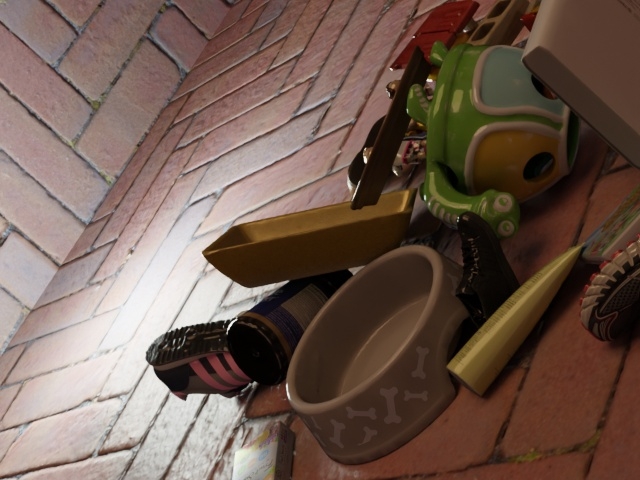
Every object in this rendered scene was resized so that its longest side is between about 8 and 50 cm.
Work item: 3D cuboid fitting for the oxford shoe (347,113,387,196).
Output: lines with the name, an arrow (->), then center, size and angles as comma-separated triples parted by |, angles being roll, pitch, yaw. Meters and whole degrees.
oxford shoe -> 0.114, -0.166, 2.503 | 0.212, 0.076, 0.076 | -49, -12, -23

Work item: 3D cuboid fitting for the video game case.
video game case -> 0.415, -0.052, 1.691 | 0.212, 0.023, 0.193 | -47, -1, 0

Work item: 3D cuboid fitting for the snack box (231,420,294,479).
snack box -> -0.089, 0.350, 2.018 | 0.100, 0.037, 0.141 | -39, 23, 24

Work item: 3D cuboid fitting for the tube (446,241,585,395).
tube -> 0.264, 0.097, 1.758 | 0.240, 0.062, 0.070 | -50, 39, -6

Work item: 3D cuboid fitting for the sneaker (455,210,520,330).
sneaker -> 0.216, 0.049, 1.828 | 0.089, 0.170, 0.051 | -31, 1, -33

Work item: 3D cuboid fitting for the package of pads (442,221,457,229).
package of pads -> 0.226, -0.041, 2.113 | 0.050, 0.032, 0.083 | -47, 21, -7

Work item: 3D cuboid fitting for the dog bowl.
dog bowl -> 0.090, 0.152, 1.939 | 0.349, 0.102, 0.348 | -40, 22, 20

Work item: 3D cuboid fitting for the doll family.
doll family -> 0.165, -0.189, 2.401 | 0.163, 0.118, 0.263 | -8, 46, 33

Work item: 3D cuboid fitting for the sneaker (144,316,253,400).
sneaker -> -0.136, 0.208, 2.283 | 0.319, 0.131, 0.112 | -6, 39, 27

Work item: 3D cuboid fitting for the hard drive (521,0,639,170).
hard drive -> 0.407, -0.281, 1.876 | 0.047, 0.233, 0.353 | -38, 18, 40

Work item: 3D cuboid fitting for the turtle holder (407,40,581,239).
turtle holder -> 0.256, -0.159, 1.970 | 0.228, 0.243, 0.320 | 6, 21, 18

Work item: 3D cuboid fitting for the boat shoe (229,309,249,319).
boat shoe -> -0.147, 0.178, 2.407 | 0.079, 0.084, 0.233 | -16, -10, -38

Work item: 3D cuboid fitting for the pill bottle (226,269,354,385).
pill bottle -> -0.034, 0.128, 2.125 | 0.219, 0.122, 0.123 | -35, 10, -38

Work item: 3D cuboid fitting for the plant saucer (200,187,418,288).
plant saucer -> 0.000, 0.000, 2.171 | 0.333, 0.081, 0.333 | -12, 7, 7

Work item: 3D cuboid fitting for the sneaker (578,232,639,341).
sneaker -> 0.418, 0.027, 1.534 | 0.121, 0.112, 0.299 | -9, -30, -50

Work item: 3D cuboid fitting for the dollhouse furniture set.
dollhouse furniture set -> 0.313, -0.278, 2.148 | 0.152, 0.201, 0.374 | -54, 27, -19

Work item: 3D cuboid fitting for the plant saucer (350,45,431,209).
plant saucer -> 0.114, -0.172, 2.105 | 0.278, 0.041, 0.277 | 21, -90, -88
